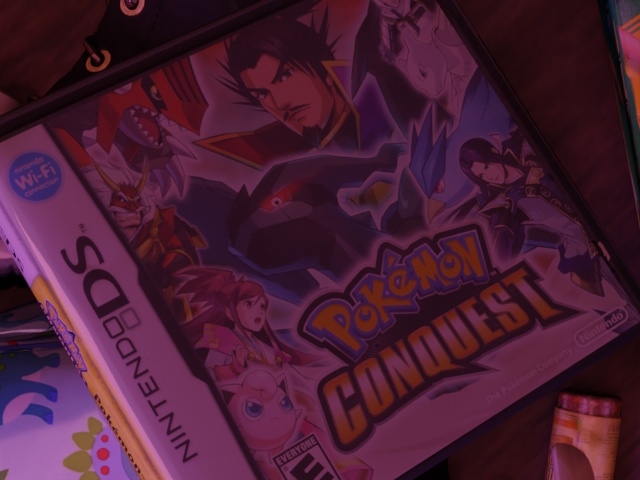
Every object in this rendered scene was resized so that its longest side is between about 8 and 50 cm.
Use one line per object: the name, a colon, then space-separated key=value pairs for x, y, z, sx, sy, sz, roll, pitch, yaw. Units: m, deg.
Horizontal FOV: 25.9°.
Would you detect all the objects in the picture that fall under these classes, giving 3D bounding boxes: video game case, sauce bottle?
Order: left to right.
video game case: x=0.000 y=0.000 z=0.697 sx=0.275 sy=0.035 sz=0.248 roll=-28 pitch=81 yaw=-23
sauce bottle: x=0.153 y=0.154 z=0.833 sx=0.042 sy=0.042 sz=0.128 roll=8 pitch=89 yaw=7

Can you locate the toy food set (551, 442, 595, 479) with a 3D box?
toy food set: x=0.242 y=0.172 z=0.765 sx=0.218 sy=0.071 sz=0.128 roll=12 pitch=56 yaw=-10

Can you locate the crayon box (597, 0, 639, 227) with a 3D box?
crayon box: x=0.254 y=-0.050 z=0.758 sx=0.165 sy=0.081 sz=0.278 roll=-8 pitch=68 yaw=6

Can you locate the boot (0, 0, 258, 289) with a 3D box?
boot: x=-0.112 y=-0.124 z=0.793 sx=0.377 sy=0.138 sz=0.284 roll=-7 pitch=87 yaw=-11

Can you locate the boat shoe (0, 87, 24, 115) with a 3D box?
boat shoe: x=-0.347 y=-0.122 z=0.863 sx=0.324 sy=0.116 sz=0.096 roll=28 pitch=90 yaw=1

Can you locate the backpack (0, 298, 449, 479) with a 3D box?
backpack: x=-0.120 y=0.151 z=0.782 sx=0.355 sy=0.273 sz=0.290 roll=-1 pitch=94 yaw=17
